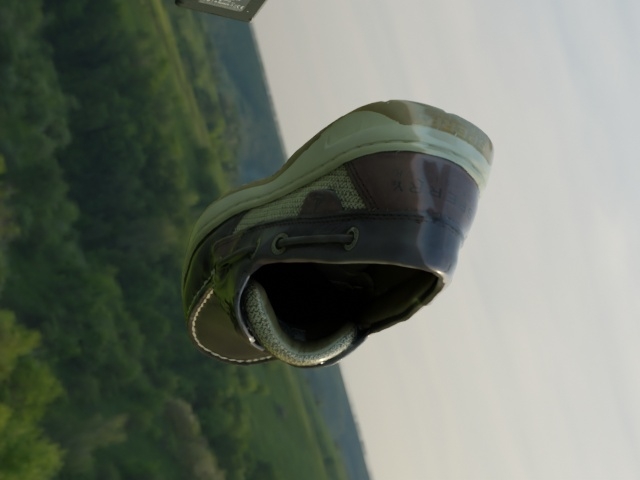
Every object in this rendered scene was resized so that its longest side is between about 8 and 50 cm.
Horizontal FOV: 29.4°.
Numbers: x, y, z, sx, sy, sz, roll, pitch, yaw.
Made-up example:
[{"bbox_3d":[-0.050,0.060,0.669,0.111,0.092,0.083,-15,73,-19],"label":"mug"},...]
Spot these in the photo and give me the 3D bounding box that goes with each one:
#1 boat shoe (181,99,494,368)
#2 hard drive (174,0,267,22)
[{"bbox_3d":[-0.010,0.022,0.659,0.285,0.103,0.092,-35,-146,53],"label":"boat shoe"},{"bbox_3d":[-0.088,-0.286,1.301,0.135,0.094,0.022,-41,-134,53],"label":"hard drive"}]
